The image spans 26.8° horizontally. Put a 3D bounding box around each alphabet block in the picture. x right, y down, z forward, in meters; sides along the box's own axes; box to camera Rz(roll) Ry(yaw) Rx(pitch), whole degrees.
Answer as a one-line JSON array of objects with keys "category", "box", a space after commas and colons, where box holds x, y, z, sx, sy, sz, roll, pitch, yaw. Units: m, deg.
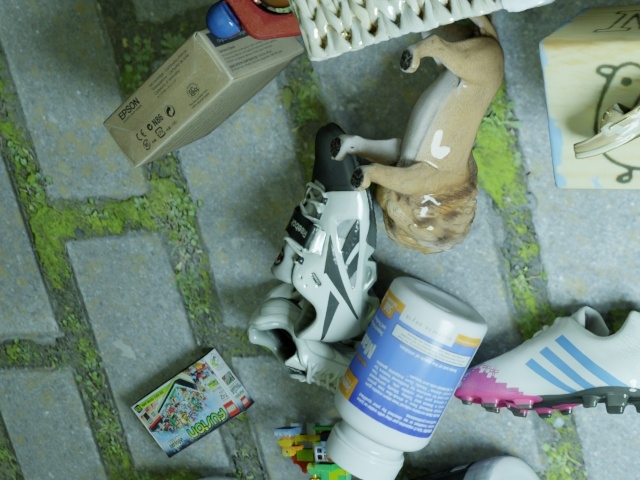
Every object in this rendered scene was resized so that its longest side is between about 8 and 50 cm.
[{"category": "alphabet block", "box": [0.391, -0.174, 1.597, 0.197, 0.193, 0.192, 1, 113, 29]}]

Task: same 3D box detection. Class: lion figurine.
[{"category": "lion figurine", "box": [0.158, -0.161, 1.756, 0.142, 0.240, 0.392, 52, 124, 48]}]

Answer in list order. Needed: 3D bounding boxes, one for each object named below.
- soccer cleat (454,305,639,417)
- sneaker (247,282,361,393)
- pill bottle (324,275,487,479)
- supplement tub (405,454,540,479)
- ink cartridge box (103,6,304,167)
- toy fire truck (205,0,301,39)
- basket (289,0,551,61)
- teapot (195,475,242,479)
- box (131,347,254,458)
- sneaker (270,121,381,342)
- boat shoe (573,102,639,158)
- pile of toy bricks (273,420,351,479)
[{"category": "soccer cleat", "box": [0.327, 0.167, 1.853, 0.331, 0.116, 0.143, -9, 69, 45]}, {"category": "sneaker", "box": [0.013, 0.189, 2.025, 0.292, 0.118, 0.110, 35, 123, 10]}, {"category": "pill bottle", "box": [0.112, 0.202, 1.900, 0.152, 0.152, 0.272, 30, 101, 15]}, {"category": "supplement tub", "box": [0.177, 0.444, 1.997, 0.316, 0.193, 0.193, -22, 99, 36]}, {"category": "ink cartridge box", "box": [-0.165, -0.217, 1.894, 0.235, 0.193, 0.088, -37, 88, 36]}, {"category": "toy fire truck", "box": [-0.073, -0.393, 1.734, 0.254, 0.169, 0.302, -33, 92, 17]}, {"category": "basket", "box": [0.106, -0.383, 1.445, 0.266, 0.328, 0.331, -16, 99, 22]}, {"category": "teapot", "box": [-0.137, 0.508, 2.221, 0.256, 0.187, 0.252, 25, 95, 38]}, {"category": "box", "box": [-0.215, 0.274, 2.242, 0.207, 0.036, 0.114, -36, 92, 36]}, {"category": "sneaker", "box": [0.000, 0.000, 1.911, 0.146, 0.122, 0.330, -11, 110, -13]}, {"category": "boat shoe", "box": [0.339, -0.133, 1.499, 0.135, 0.050, 0.045, -26, 94, 25]}, {"category": "pile of toy bricks", "box": [0.023, 0.339, 2.076, 0.212, 0.118, 0.105, -5, 89, 32]}]
